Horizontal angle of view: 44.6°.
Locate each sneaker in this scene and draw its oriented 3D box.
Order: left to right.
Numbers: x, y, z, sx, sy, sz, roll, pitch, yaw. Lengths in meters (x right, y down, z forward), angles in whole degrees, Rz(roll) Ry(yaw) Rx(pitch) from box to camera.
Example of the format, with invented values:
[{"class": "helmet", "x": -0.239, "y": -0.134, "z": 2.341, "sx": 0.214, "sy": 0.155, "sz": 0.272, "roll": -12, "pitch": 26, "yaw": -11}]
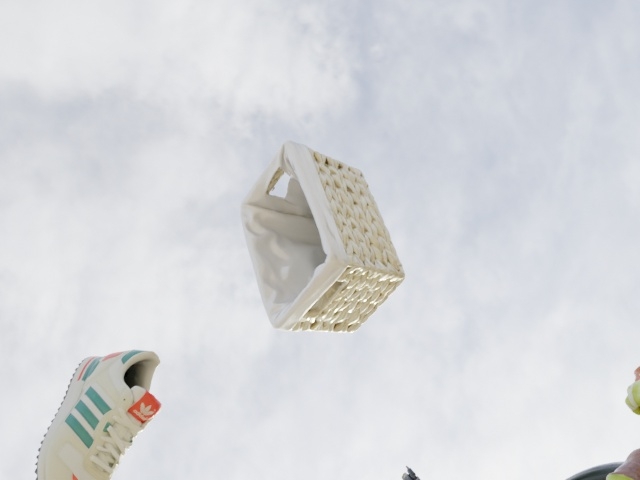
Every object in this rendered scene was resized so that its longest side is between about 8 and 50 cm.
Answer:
[{"class": "sneaker", "x": -0.173, "y": 0.151, "z": 0.634, "sx": 0.075, "sy": 0.161, "sz": 0.057, "roll": -19, "pitch": -54, "yaw": 18}]

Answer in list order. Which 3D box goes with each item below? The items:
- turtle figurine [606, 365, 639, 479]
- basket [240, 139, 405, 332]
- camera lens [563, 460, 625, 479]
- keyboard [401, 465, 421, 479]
[{"class": "turtle figurine", "x": 0.314, "y": 0.117, "z": 0.559, "sx": 0.217, "sy": 0.269, "sz": 0.087, "roll": -34, "pitch": -75, "yaw": -36}, {"class": "basket", "x": 0.000, "y": 0.000, "z": 0.787, "sx": 0.103, "sy": 0.167, "sz": 0.113, "roll": 12, "pitch": -47, "yaw": -35}, {"class": "camera lens", "x": 0.331, "y": 0.360, "z": 0.750, "sx": 0.219, "sy": 0.219, "sz": 0.274, "roll": -51, "pitch": -57, "yaw": -8}, {"class": "keyboard", "x": 0.131, "y": 0.366, "z": 0.842, "sx": 0.033, "sy": 0.317, "sz": 0.202, "roll": 2, "pitch": -92, "yaw": -18}]
